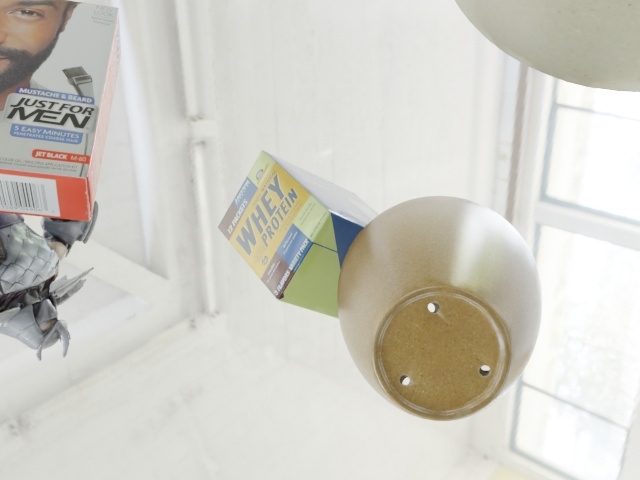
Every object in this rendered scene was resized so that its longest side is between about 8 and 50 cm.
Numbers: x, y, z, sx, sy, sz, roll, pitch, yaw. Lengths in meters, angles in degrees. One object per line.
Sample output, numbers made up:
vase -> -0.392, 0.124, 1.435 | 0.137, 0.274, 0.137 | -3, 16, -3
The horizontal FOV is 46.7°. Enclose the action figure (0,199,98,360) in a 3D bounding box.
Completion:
action figure -> -0.264, -0.035, 0.577 | 0.285, 0.099, 0.185 | 66, -167, -4

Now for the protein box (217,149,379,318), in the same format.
protein box -> 0.000, 0.000, 1.057 | 0.199, 0.201, 0.136 | 22, -75, -40

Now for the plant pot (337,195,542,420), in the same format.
plant pot -> 0.120, 0.079, 0.746 | 0.254, 0.237, 0.237 | -37, -38, -80

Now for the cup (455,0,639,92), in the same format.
cup -> 0.205, -0.283, 0.424 | 0.331, 0.330, 0.237 | -69, -21, -2

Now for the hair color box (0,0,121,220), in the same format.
hair color box -> -0.199, -0.099, 0.527 | 0.053, 0.093, 0.167 | 110, 162, -53
